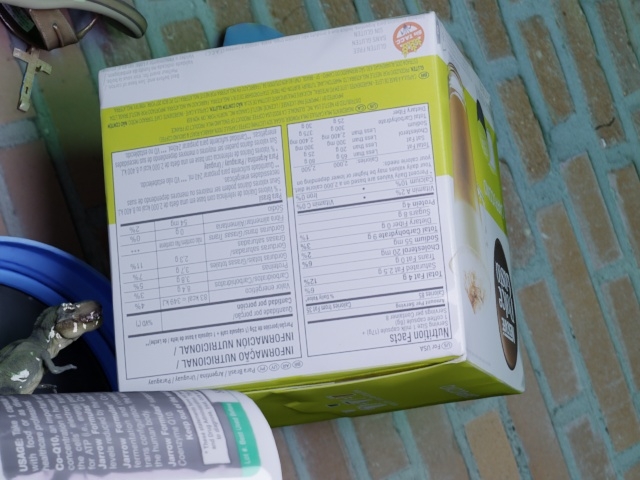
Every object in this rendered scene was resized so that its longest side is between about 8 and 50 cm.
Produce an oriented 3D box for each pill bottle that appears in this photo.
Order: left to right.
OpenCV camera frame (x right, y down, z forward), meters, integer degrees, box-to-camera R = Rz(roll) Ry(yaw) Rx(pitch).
[{"bbox_3d":[-0.230,0.231,1.703,0.361,0.204,0.204,1,75,-24],"label":"pill bottle"}]

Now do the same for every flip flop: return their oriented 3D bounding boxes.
[{"bbox_3d":[-0.295,-0.237,2.036,0.277,0.112,0.080,2,110,-54],"label":"flip flop"}]

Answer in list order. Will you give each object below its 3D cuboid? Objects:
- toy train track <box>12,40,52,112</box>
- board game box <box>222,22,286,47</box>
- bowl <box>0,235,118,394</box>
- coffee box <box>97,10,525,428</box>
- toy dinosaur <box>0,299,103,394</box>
[{"bbox_3d":[-0.300,-0.173,2.068,0.048,0.014,0.083,26,61,-34],"label":"toy train track"},{"bbox_3d":[-0.071,-0.166,2.266,0.133,0.033,0.168,28,54,-28],"label":"board game box"},{"bbox_3d":[-0.304,0.192,1.905,0.391,0.077,0.391,15,67,-39],"label":"bowl"},{"bbox_3d":[0.000,0.000,1.979,0.337,0.338,0.334,34,49,-71],"label":"coffee box"},{"bbox_3d":[-0.288,0.163,1.840,0.268,0.064,0.118,-40,102,-37],"label":"toy dinosaur"}]
